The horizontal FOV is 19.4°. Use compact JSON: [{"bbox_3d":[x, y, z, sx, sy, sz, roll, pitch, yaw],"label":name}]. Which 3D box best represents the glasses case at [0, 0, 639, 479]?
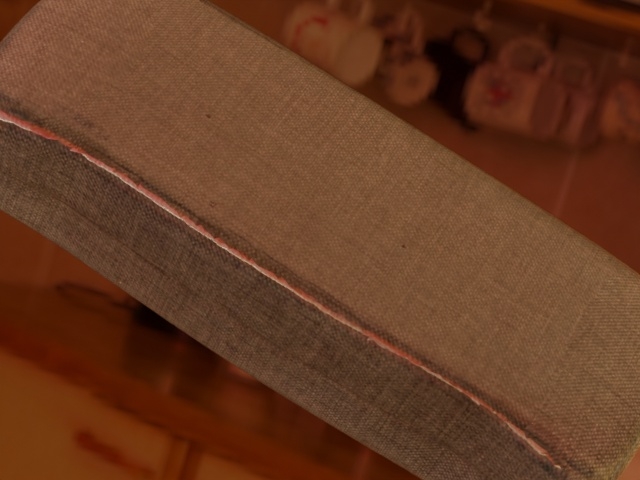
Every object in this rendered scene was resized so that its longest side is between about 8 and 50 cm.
[{"bbox_3d":[0.000,0.000,0.820,0.323,0.074,0.131,33,47,3],"label":"glasses case"}]
